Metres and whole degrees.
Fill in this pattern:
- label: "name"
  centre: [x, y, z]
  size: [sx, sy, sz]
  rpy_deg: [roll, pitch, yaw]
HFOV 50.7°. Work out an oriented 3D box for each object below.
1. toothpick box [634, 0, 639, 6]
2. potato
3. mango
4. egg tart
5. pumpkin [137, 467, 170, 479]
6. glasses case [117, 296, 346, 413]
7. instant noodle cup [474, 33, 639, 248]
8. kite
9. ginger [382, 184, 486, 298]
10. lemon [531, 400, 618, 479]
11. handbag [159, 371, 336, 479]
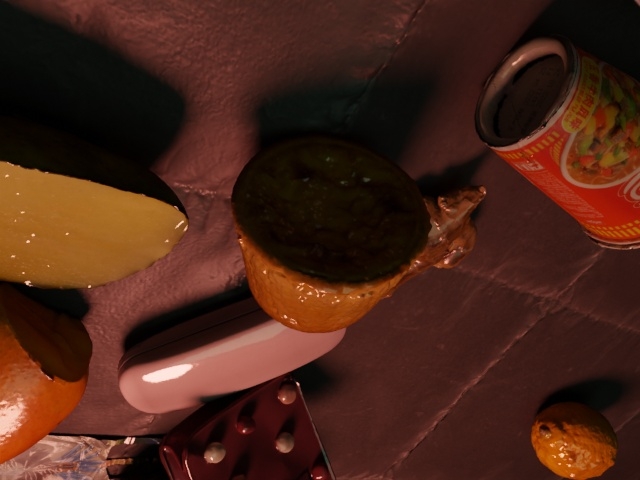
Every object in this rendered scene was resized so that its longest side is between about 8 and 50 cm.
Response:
- label: "toothpick box"
  centre: [0.356, -0.303, 0.562]
  size: [0.355, 0.263, 0.263]
  rpy_deg: [23, 118, -37]
- label: "potato"
  centre: [-0.265, -0.048, 0.610]
  size: [0.272, 0.111, 0.160]
  rpy_deg: [11, 139, -39]
- label: "mango"
  centre: [-0.393, 0.172, 0.736]
  size: [0.257, 0.138, 0.187]
  rpy_deg: [-39, 121, 6]
- label: "egg tart"
  centre: [0.000, 0.000, 0.722]
  size: [0.203, 0.202, 0.147]
  rpy_deg: [-7, 149, -17]
- label: "pumpkin"
  centre: [-0.184, 0.471, 1.035]
  size: [0.320, 0.192, 0.320]
  rpy_deg: [-11, 143, -9]
- label: "glasses case"
  centre: [-0.109, 0.138, 0.863]
  size: [0.297, 0.075, 0.113]
  rpy_deg: [-19, 135, -4]
- label: "instant noodle cup"
  centre: [0.290, -0.114, 0.739]
  size: [0.212, 0.193, 0.193]
  rpy_deg: [25, 118, -28]
- label: "kite"
  centre: [-0.316, 0.321, 0.985]
  size: [0.310, 0.015, 0.169]
  rpy_deg: [-2, 131, -20]
- label: "ginger"
  centre: [0.112, 0.006, 0.851]
  size: [0.214, 0.059, 0.133]
  rpy_deg: [-25, 142, 3]
- label: "lemon"
  centre: [0.468, 0.373, 1.262]
  size: [0.187, 0.142, 0.142]
  rpy_deg: [23, 118, -31]
- label: "handbag"
  centre: [-0.087, 0.301, 0.902]
  size: [0.203, 0.074, 0.216]
  rpy_deg: [-30, 105, -38]
